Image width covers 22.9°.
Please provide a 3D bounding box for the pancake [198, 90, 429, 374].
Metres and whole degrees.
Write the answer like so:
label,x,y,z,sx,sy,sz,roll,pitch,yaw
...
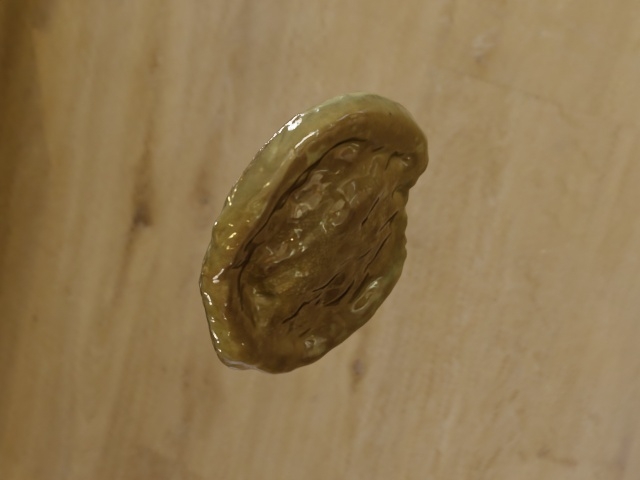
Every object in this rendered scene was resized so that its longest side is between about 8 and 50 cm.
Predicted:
label,x,y,z,sx,sy,sz,roll,pitch,yaw
pancake,0.001,0.001,1.169,0.042,0.222,0.236,39,115,32
